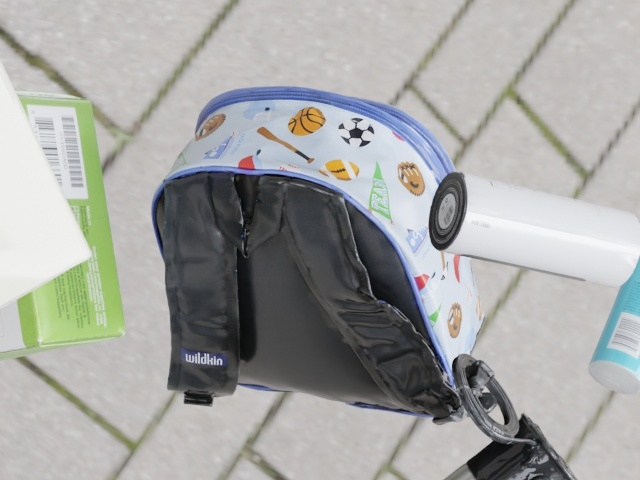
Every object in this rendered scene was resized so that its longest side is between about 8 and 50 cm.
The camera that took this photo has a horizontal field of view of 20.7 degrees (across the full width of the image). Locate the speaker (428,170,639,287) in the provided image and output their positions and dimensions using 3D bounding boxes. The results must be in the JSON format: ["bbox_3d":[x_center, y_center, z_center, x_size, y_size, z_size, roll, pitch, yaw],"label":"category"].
[{"bbox_3d":[0.144,-0.007,1.168,0.136,0.055,0.055,12,94,-22],"label":"speaker"}]

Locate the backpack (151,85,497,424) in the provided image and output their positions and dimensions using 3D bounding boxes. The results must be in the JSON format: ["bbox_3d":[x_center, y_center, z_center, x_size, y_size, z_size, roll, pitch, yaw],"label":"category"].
[{"bbox_3d":[0.000,0.000,1.384,0.263,0.276,0.213,68,31,-47],"label":"backpack"}]

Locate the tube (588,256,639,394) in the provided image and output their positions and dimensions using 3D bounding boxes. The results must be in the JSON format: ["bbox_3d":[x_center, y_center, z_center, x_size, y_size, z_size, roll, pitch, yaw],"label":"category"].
[{"bbox_3d":[0.311,0.045,1.632,0.080,0.052,0.207,35,63,-10],"label":"tube"}]

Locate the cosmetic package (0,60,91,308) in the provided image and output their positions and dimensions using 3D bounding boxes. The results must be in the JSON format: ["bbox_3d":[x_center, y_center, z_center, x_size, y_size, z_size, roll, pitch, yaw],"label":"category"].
[{"bbox_3d":[-0.271,-0.107,1.077,0.113,0.160,0.309,-31,106,-21],"label":"cosmetic package"}]

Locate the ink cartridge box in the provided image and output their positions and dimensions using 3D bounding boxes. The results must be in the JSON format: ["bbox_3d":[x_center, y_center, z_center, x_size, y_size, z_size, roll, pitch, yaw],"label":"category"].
[{"bbox_3d":[-0.288,0.004,1.356,0.097,0.255,0.189,-2,82,-55],"label":"ink cartridge box"}]

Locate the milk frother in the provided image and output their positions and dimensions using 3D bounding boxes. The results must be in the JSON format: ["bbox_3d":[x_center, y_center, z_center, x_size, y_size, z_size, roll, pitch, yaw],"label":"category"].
[{"bbox_3d":[0.099,0.170,1.234,0.135,0.129,0.143,-38,84,2],"label":"milk frother"}]
